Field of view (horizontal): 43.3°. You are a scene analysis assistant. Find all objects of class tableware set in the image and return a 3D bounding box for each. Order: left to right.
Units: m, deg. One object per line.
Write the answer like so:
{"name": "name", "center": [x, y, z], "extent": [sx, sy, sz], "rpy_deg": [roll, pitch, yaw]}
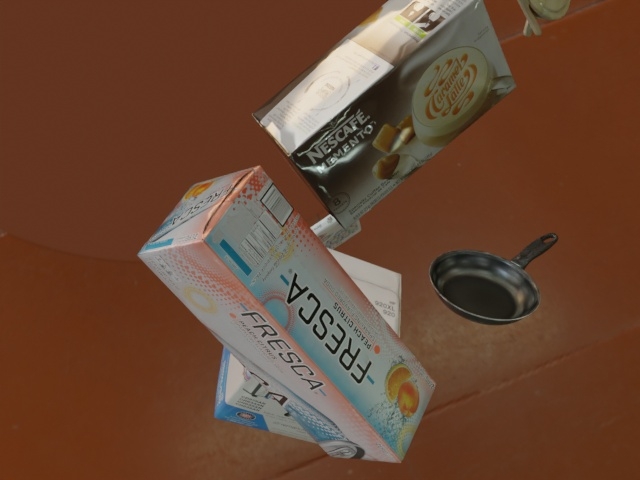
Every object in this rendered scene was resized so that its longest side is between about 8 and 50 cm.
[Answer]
{"name": "tableware set", "center": [0.225, -0.340, 0.933], "extent": [0.128, 0.039, 0.194], "rpy_deg": [-42, 106, -33]}

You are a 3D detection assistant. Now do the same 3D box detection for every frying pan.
{"name": "frying pan", "center": [0.308, 0.053, 1.462], "extent": [0.197, 0.326, 0.053], "rpy_deg": [20, 125, 13]}

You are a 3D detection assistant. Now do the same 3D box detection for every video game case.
{"name": "video game case", "center": [0.000, 0.000, 1.297], "extent": [0.143, 0.157, 0.019], "rpy_deg": [-34, 76, -2]}

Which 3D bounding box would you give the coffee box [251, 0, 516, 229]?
{"name": "coffee box", "center": [0.070, -0.149, 0.860], "extent": [0.246, 0.098, 0.141], "rpy_deg": [-39, 136, -1]}

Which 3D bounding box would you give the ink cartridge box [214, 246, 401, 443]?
{"name": "ink cartridge box", "center": [-0.019, 0.141, 1.088], "extent": [0.171, 0.168, 0.233], "rpy_deg": [18, 140, -16]}

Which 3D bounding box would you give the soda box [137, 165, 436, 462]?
{"name": "soda box", "center": [-0.013, 0.047, 0.451], "extent": [0.183, 0.063, 0.058], "rpy_deg": [51, 52, -25]}
